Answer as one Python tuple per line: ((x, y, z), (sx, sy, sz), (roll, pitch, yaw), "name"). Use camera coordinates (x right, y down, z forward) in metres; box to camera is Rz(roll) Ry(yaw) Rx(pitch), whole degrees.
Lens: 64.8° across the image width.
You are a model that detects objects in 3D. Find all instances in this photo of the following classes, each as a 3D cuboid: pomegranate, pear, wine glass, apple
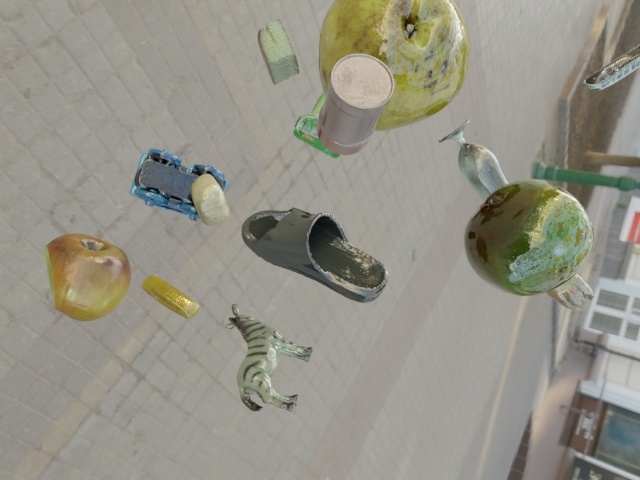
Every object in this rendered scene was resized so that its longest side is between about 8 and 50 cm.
((0.315, 0.013, 0.732), (0.210, 0.180, 0.180), (44, 56, -6), "pomegranate")
((0.141, -0.370, 0.983), (0.304, 0.304, 0.303), (-28, 125, -49), "pear")
((0.417, -0.207, 1.343), (0.222, 0.103, 0.103), (55, 47, -3), "wine glass")
((-0.450, 0.073, 0.962), (0.163, 0.146, 0.147), (20, 103, -27), "apple")

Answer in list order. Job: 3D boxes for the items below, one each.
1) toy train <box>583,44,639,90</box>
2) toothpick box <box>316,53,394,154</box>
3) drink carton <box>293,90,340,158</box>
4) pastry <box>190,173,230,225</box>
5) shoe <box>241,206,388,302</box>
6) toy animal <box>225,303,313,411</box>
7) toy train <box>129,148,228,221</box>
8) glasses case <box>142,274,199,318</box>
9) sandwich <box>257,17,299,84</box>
((0.748, -0.431, 1.269), (0.208, 0.043, 0.047), (-32, 130, -11), "toy train")
((0.051, -0.213, 0.812), (0.098, 0.098, 0.149), (-62, 180, -19), "toothpick box")
((0.030, -0.328, 1.334), (0.142, 0.146, 0.144), (-63, -172, -20), "drink carton")
((-0.324, -0.118, 1.476), (0.092, 0.156, 0.156), (-19, 125, -12), "pastry")
((0.000, 0.000, 0.775), (0.108, 0.241, 0.093), (-55, 169, -45), "shoe")
((-0.108, 0.212, 0.916), (0.217, 0.176, 0.073), (-74, 178, -53), "toy animal")
((-0.448, -0.169, 1.639), (0.300, 0.265, 0.187), (18, 85, -16), "toy train")
((-0.566, 0.214, 1.903), (0.079, 0.234, 0.064), (-51, 169, -40), "glasses case")
((-0.130, -0.573, 1.600), (0.094, 0.096, 0.258), (-26, 160, -2), "sandwich")
